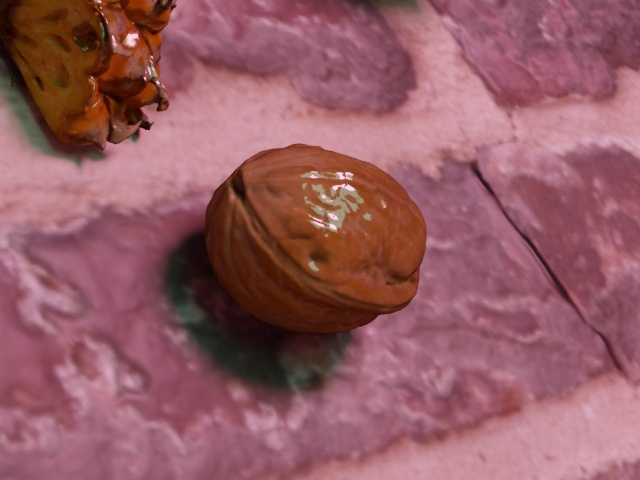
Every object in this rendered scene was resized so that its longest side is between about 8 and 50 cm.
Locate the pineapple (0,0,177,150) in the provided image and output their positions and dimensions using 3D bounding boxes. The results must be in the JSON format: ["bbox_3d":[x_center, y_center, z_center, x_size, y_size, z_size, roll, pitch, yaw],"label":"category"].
[{"bbox_3d":[-0.125,-0.122,0.907,0.116,0.137,0.069,18,22,35],"label":"pineapple"}]

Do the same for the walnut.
[{"bbox_3d":[0.000,0.000,0.901,0.124,0.105,0.105,24,45,-34],"label":"walnut"}]
